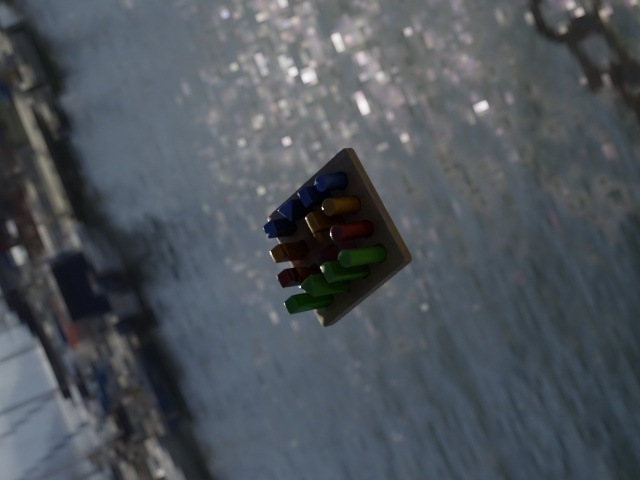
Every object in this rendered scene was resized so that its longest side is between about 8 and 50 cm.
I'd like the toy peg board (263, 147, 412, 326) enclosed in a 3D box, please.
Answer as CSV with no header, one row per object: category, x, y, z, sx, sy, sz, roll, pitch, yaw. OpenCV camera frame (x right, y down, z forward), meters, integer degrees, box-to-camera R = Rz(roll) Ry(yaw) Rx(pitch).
toy peg board,0.000,0.000,2.040,0.161,0.079,0.160,-41,69,37
